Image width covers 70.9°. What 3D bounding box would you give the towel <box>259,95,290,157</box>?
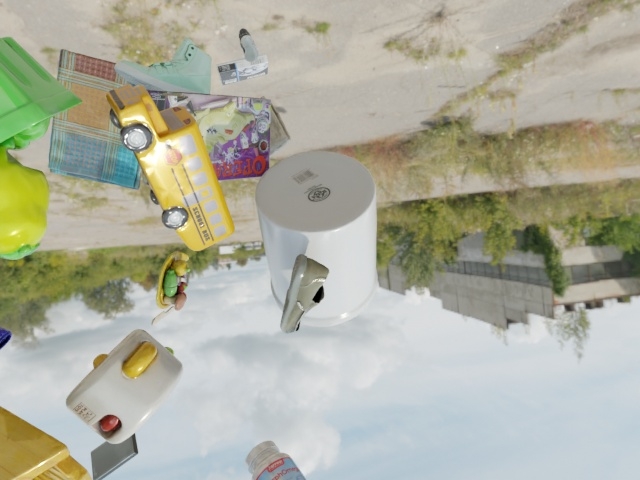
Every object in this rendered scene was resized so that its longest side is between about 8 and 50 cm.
[{"bbox_3d":[-0.212,-0.367,1.552,0.187,0.282,0.049,-39,139,18],"label":"towel"}]

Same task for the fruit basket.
[{"bbox_3d":[-0.648,-0.157,0.879,0.391,0.393,0.283,-6,-155,-8],"label":"fruit basket"}]

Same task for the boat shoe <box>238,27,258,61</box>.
[{"bbox_3d":[-0.216,-0.579,1.335,0.046,0.038,0.125,-22,170,2],"label":"boat shoe"}]

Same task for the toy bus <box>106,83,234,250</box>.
[{"bbox_3d":[-0.277,-0.133,0.860,0.130,0.333,0.108,-27,-134,-16],"label":"toy bus"}]

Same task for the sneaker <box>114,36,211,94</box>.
[{"bbox_3d":[-0.409,-0.472,1.194,0.255,0.151,0.094,4,-170,-43],"label":"sneaker"}]

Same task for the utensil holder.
[{"bbox_3d":[0.000,0.000,1.241,0.327,0.328,0.386,-6,139,-1],"label":"utensil holder"}]

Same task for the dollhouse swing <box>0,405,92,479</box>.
[{"bbox_3d":[-0.599,0.501,0.751,0.314,0.347,0.305,18,-142,17],"label":"dollhouse swing"}]

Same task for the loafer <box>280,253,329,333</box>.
[{"bbox_3d":[-0.037,0.139,1.043,0.087,0.094,0.251,13,136,-4],"label":"loafer"}]

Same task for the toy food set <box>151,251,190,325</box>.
[{"bbox_3d":[-0.424,0.145,1.338,0.071,0.218,0.128,16,-168,10],"label":"toy food set"}]

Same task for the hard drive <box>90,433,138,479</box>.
[{"bbox_3d":[-0.586,0.604,1.276,0.135,0.022,0.094,-35,-135,-4],"label":"hard drive"}]

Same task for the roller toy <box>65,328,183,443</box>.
[{"bbox_3d":[-0.383,0.277,0.878,0.191,0.146,0.209,-47,-169,-15],"label":"roller toy"}]

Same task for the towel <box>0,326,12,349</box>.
[{"bbox_3d":[-1.025,0.267,1.169,0.307,0.076,0.228,17,-143,5],"label":"towel"}]

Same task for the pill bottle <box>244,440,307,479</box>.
[{"bbox_3d":[-0.067,0.436,0.790,0.087,0.087,0.160,-6,-150,-39],"label":"pill bottle"}]

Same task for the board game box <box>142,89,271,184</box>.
[{"bbox_3d":[-0.267,-0.251,1.103,0.056,0.208,0.346,23,-155,38],"label":"board game box"}]

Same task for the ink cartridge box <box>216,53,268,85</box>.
[{"bbox_3d":[-0.324,-0.708,1.888,0.206,0.045,0.208,-16,-175,-6],"label":"ink cartridge box"}]

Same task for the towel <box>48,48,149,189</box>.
[{"bbox_3d":[-0.672,-0.358,1.372,0.271,0.371,0.040,11,-165,-13],"label":"towel"}]
